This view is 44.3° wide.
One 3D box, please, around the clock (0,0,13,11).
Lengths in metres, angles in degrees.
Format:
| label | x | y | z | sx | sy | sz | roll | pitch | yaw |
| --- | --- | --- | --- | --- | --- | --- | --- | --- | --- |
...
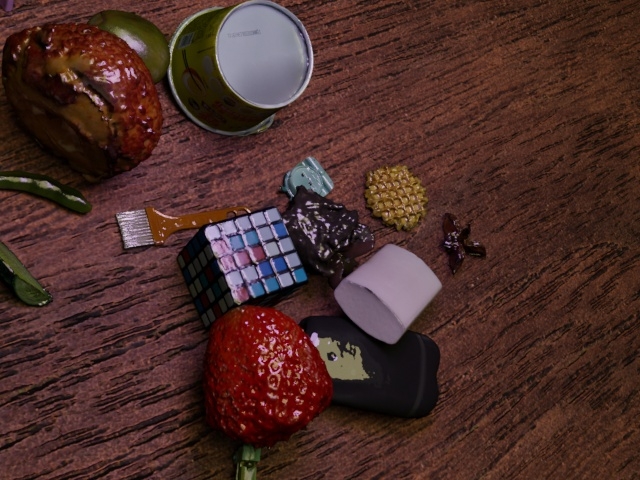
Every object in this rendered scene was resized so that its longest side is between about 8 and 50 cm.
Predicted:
| label | x | y | z | sx | sy | sz | roll | pitch | yaw |
| --- | --- | --- | --- | --- | --- | --- | --- | --- | --- |
| clock | -0.827 | -0.532 | 1.602 | 0.290 | 0.080 | 0.275 | 41 | 56 | -6 |

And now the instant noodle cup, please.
| label | x | y | z | sx | sy | sz | roll | pitch | yaw |
| --- | --- | --- | --- | --- | --- | --- | --- | --- | --- |
| instant noodle cup | -0.166 | -0.392 | 1.756 | 0.311 | 0.221 | 0.311 | -1 | 92 | -28 |

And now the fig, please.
| label | x | y | z | sx | sy | sz | roll | pitch | yaw |
| --- | --- | --- | --- | --- | --- | --- | --- | --- | --- |
| fig | -0.425 | -0.414 | 1.698 | 0.191 | 0.181 | 0.181 | 51 | 40 | -55 |

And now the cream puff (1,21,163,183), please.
| label | x | y | z | sx | sy | sz | roll | pitch | yaw |
| --- | --- | --- | --- | --- | --- | --- | --- | --- | --- |
| cream puff | -0.451 | -0.287 | 1.541 | 0.350 | 0.350 | 0.228 | 40 | 65 | -8 |

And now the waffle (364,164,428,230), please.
| label | x | y | z | sx | sy | sz | roll | pitch | yaw |
| --- | --- | --- | --- | --- | --- | --- | --- | --- | --- |
| waffle | 0.193 | -0.111 | 1.991 | 0.191 | 0.038 | 0.191 | 11 | 64 | -24 |

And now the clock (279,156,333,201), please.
| label | x | y | z | sx | sy | sz | roll | pitch | yaw |
| --- | --- | --- | --- | --- | --- | --- | --- | --- | --- |
| clock | -0.041 | -0.132 | 1.873 | 0.135 | 0.041 | 0.101 | -37 | 89 | -34 |

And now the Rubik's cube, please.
| label | x | y | z | sx | sy | sz | roll | pitch | yaw |
| --- | --- | --- | --- | --- | --- | --- | --- | --- | --- |
| Rubik's cube | -0.166 | 0.058 | 1.641 | 0.187 | 0.184 | 0.182 | -17 | 79 | -31 |

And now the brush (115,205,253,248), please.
| label | x | y | z | sx | sy | sz | roll | pitch | yaw |
| --- | --- | --- | --- | --- | --- | --- | --- | --- | --- |
| brush | -0.286 | -0.041 | 1.721 | 0.314 | 0.017 | 0.090 | -9 | 74 | -32 |

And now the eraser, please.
| label | x | y | z | sx | sy | sz | roll | pitch | yaw |
| --- | --- | --- | --- | --- | --- | --- | --- | --- | --- |
| eraser | 0.159 | 0.113 | 1.780 | 0.174 | 0.094 | 0.270 | 40 | 31 | 9 |

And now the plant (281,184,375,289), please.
| label | x | y | z | sx | sy | sz | roll | pitch | yaw |
| --- | --- | --- | --- | --- | --- | --- | --- | --- | --- |
| plant | 0.000 | 0.000 | 1.756 | 0.234 | 0.204 | 0.178 | 38 | 65 | -4 |

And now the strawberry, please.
| label | x | y | z | sx | sy | sz | roll | pitch | yaw |
| --- | --- | --- | --- | --- | --- | --- | --- | --- | --- |
| strawberry | -0.119 | 0.256 | 1.523 | 0.257 | 0.257 | 0.276 | -25 | 99 | -34 |

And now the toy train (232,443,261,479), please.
| label | x | y | z | sx | sy | sz | roll | pitch | yaw |
| --- | --- | --- | --- | --- | --- | --- | --- | --- | --- |
| toy train | -0.146 | 0.459 | 1.545 | 0.050 | 0.081 | 0.122 | 11 | 64 | -17 |

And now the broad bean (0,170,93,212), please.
| label | x | y | z | sx | sy | sz | roll | pitch | yaw |
| --- | --- | --- | --- | --- | --- | --- | --- | --- | --- |
| broad bean | -0.571 | -0.102 | 1.580 | 0.227 | 0.039 | 0.069 | 10 | 59 | -23 |

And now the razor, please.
| label | x | y | z | sx | sy | sz | roll | pitch | yaw |
| --- | --- | --- | --- | --- | --- | --- | --- | --- | --- |
| razor | 0.103 | 0.279 | 1.733 | 0.349 | 0.113 | 0.204 | 13 | 66 | -23 |

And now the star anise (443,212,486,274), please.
| label | x | y | z | sx | sy | sz | roll | pitch | yaw |
| --- | --- | --- | --- | --- | --- | --- | --- | --- | --- |
| star anise | 0.372 | -0.010 | 1.986 | 0.140 | 0.144 | 0.158 | -35 | 87 | -42 |

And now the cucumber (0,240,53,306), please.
| label | x | y | z | sx | sy | sz | roll | pitch | yaw |
| --- | --- | --- | --- | --- | --- | --- | --- | --- | --- |
| cucumber | -0.600 | 0.047 | 1.489 | 0.046 | 0.070 | 0.220 | -44 | 91 | -5 |
